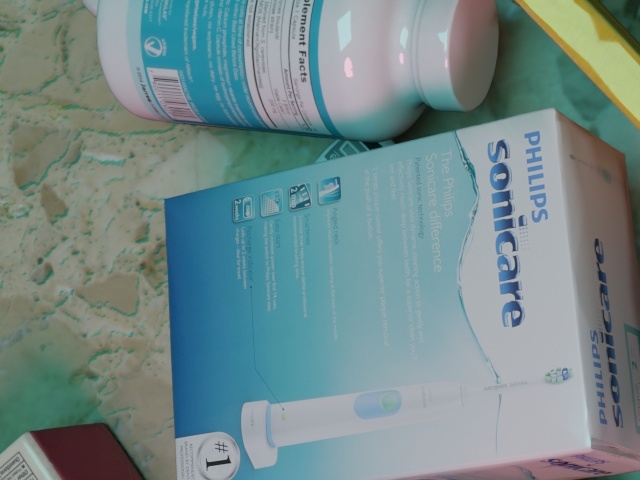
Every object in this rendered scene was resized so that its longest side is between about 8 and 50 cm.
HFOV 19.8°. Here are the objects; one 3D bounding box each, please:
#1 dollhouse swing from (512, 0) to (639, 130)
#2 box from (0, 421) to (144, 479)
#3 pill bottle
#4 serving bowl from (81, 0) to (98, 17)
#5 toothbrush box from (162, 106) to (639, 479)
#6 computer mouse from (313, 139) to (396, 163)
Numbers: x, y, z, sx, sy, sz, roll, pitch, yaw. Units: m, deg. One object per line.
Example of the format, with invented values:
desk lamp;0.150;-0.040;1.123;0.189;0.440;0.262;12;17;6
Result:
dollhouse swing;0.207;-0.230;1.119;0.305;0.347;0.315;33;99;10
box;-0.175;0.270;1.357;0.149;0.127;0.232;-41;75;15
pill bottle;-0.013;-0.146;1.291;0.264;0.146;0.146;7;91;25
serving bowl;-0.156;-0.208;1.420;0.083;0.027;0.083;-1;88;22
toothbrush box;0.054;0.057;1.203;0.296;0.126;0.216;-13;72;28
computer mouse;0.000;0.000;1.347;0.193;0.042;0.106;-49;68;19
